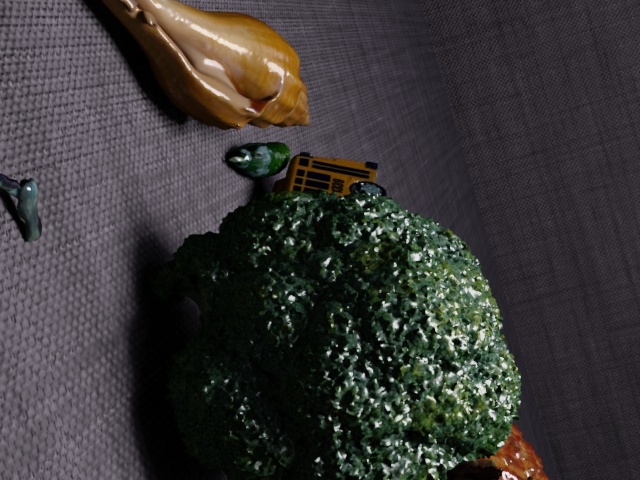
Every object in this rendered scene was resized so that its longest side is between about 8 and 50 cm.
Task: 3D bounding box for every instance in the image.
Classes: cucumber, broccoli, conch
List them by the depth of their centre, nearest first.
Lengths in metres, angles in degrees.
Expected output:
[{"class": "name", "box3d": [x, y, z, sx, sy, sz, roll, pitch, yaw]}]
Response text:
[{"class": "broccoli", "box3d": [0.012, 0.088, 0.857, 0.269, 0.241, 0.261, -13, 65, -37]}, {"class": "conch", "box3d": [-0.109, -0.156, 0.979, 0.330, 0.093, 0.109, 23, 69, -46]}, {"class": "cucumber", "box3d": [-0.057, -0.080, 1.163, 0.155, 0.037, 0.037, -23, 97, -75]}]

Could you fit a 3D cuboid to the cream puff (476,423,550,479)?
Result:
[{"class": "cream puff", "box3d": [0.104, 0.262, 1.046, 0.350, 0.228, 0.351, -18, 90, -76]}]

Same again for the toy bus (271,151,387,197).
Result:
[{"class": "toy bus", "box3d": [0.000, 0.000, 1.132, 0.201, 0.114, 0.098, -81, -178, -58]}]

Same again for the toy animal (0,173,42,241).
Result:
[{"class": "toy animal", "box3d": [-0.188, -0.003, 0.582, 0.253, 0.070, 0.079, -98, -156, -71]}]

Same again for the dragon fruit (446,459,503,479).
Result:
[{"class": "dragon fruit", "box3d": [0.006, 0.272, 0.632, 0.291, 0.269, 0.250, 44, 24, -66]}]
